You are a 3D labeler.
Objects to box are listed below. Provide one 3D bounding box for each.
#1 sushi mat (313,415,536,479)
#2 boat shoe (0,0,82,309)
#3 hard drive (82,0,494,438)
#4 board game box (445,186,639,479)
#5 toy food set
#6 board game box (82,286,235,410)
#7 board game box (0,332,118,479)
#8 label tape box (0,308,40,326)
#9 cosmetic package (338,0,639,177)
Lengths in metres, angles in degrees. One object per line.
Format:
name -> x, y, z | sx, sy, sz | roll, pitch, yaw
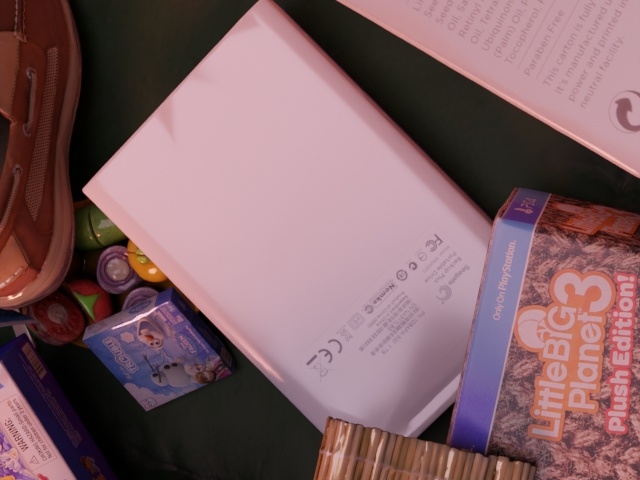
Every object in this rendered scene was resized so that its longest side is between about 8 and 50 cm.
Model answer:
sushi mat -> 0.040, 0.284, 1.172 | 0.151, 0.019, 0.317 | 13, 89, -17
boat shoe -> -0.265, -0.112, 1.417 | 0.123, 0.116, 0.324 | -16, 72, 21
hard drive -> 0.000, 0.000, 1.369 | 0.319, 0.040, 0.210 | 45, 105, 1
board game box -> 0.246, 0.112, 1.243 | 0.291, 0.141, 0.232 | 12, 102, 9
toy food set -> -0.194, 0.032, 1.465 | 0.217, 0.071, 0.128 | -13, 92, 23
board game box -> -0.131, 0.090, 1.453 | 0.090, 0.020, 0.090 | -25, 121, 24
board game box -> -0.254, 0.284, 1.459 | 0.233, 0.078, 0.347 | -29, 100, 12
label tape box -> -0.442, 0.089, 1.447 | 0.347, 0.249, 0.115 | 12, 102, 29
cosmetic package -> 0.092, -0.230, 1.234 | 0.453, 0.230, 0.161 | 32, 107, 14
